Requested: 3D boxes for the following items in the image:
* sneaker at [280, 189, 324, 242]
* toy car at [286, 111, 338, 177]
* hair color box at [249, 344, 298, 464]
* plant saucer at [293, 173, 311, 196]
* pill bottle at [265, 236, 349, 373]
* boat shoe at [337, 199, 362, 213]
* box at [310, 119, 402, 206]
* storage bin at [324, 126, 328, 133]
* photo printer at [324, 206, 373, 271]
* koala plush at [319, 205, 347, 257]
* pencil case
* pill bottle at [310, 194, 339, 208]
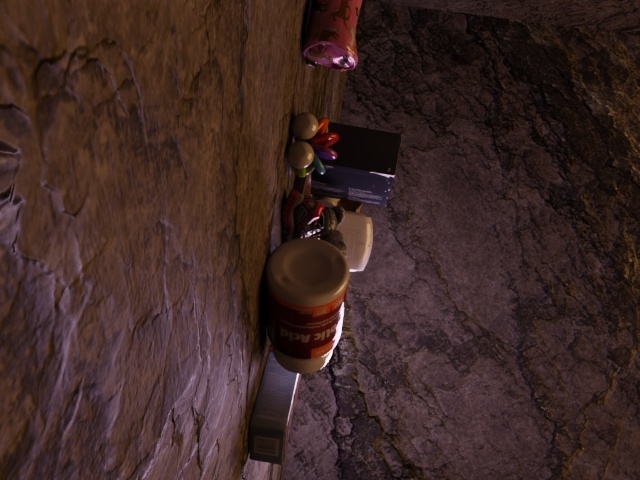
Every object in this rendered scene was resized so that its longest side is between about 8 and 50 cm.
[{"bbox_3d":[-0.043,-0.030,1.631,0.299,0.112,0.121,81,31,-62],"label":"sneaker"},{"bbox_3d":[-0.017,-0.264,1.498,0.159,0.136,0.182,69,30,-85],"label":"toy car"},{"bbox_3d":[-0.135,0.500,1.728,0.374,0.113,0.185,-78,176,-53],"label":"hair color box"},{"bbox_3d":[-0.072,-0.109,1.844,0.278,0.041,0.278,10,90,-87],"label":"plant saucer"},{"bbox_3d":[-0.044,0.200,1.518,0.392,0.224,0.224,95,5,-46],"label":"pill bottle"},{"bbox_3d":[0.120,-0.129,2.417,0.123,0.123,0.342,129,-31,-67],"label":"boat shoe"},{"bbox_3d":[0.122,-0.294,2.083,0.312,0.343,0.179,92,9,-73],"label":"box"},{"bbox_3d":[-0.022,-0.329,1.674,0.135,0.091,0.098,-54,152,-82],"label":"storage bin"},{"bbox_3d":[0.069,-0.004,2.241,0.107,0.307,0.256,-164,-98,-76],"label":"photo printer"},{"bbox_3d":[0.019,-0.032,2.074,0.203,0.196,0.221,169,-79,-70],"label":"koala plush"},{"bbox_3d":[0.053,-0.672,1.475,0.167,0.160,0.386,-6,-106,63],"label":"pencil case"},{"bbox_3d":[0.032,-0.258,2.331,0.152,0.152,0.272,93,7,-61],"label":"pill bottle"}]
